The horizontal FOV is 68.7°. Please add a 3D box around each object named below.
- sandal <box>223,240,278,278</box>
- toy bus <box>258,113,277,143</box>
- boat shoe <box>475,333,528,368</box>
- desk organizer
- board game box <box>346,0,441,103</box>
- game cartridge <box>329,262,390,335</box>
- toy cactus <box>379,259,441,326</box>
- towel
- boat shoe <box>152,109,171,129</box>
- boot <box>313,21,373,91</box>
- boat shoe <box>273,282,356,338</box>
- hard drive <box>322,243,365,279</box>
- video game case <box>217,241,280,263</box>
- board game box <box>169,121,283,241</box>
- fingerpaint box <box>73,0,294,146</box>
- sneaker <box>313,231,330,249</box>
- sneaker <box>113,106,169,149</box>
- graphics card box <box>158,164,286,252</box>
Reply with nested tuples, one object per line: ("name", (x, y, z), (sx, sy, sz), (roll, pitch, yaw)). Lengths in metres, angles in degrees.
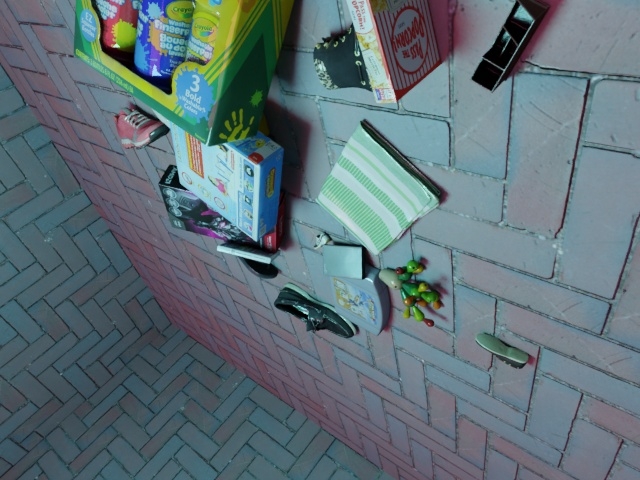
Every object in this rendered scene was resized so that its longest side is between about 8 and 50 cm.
("sandal", (-0.262, 0.051, 1.756), (0.254, 0.097, 0.054), (41, 123, 6))
("toy bus", (-0.226, -0.337, 1.209), (0.130, 0.108, 0.332), (19, 141, 37))
("boat shoe", (0.454, 0.281, 1.187), (0.133, 0.049, 0.042), (25, 137, 24))
("desk organizer", (0.278, -0.291, 0.700), (0.047, 0.050, 0.130), (38, 149, 13))
("board game box", (0.119, -0.340, 0.744), (0.045, 0.147, 0.193), (13, 138, 43))
("game cartridge", (0.123, 0.175, 1.465), (0.198, 0.062, 0.297), (29, 147, 33))
("toy cactus", (0.227, 0.132, 1.252), (0.181, 0.112, 0.219), (28, 156, 44))
("towel", (0.123, -0.104, 1.137), (0.248, 0.038, 0.325), (44, 150, 4))
("boat shoe", (-0.373, -0.305, 1.402), (0.341, 0.127, 0.158), (40, 148, 1))
("boot", (0.051, -0.374, 0.848), (0.179, 0.085, 0.236), (18, 141, 42))
("boat shoe", (-0.031, 0.281, 1.721), (0.340, 0.113, 0.127), (31, 147, 23))
("hard drive", (0.067, 0.061, 1.358), (0.135, 0.022, 0.094), (3, 98, 36))
("video game case", (-0.230, 0.032, 1.547), (0.173, 0.022, 0.190), (13, -172, 3))
("board game box", (-0.245, -0.189, 1.216), (0.302, 0.086, 0.308), (37, 148, 15))
("fingerpaint box", (-0.298, -0.467, 0.959), (0.445, 0.163, 0.371), (35, 125, 17))
("sneaker", (0.000, 0.000, 1.429), (0.036, 0.032, 0.083), (57, 144, 4))
("sneaker", (-0.654, -0.403, 1.653), (0.314, 0.116, 0.136), (8, 132, 47))
("graphics card box", (-0.299, -0.095, 1.472), (0.371, 0.094, 0.232), (15, 147, 4))
